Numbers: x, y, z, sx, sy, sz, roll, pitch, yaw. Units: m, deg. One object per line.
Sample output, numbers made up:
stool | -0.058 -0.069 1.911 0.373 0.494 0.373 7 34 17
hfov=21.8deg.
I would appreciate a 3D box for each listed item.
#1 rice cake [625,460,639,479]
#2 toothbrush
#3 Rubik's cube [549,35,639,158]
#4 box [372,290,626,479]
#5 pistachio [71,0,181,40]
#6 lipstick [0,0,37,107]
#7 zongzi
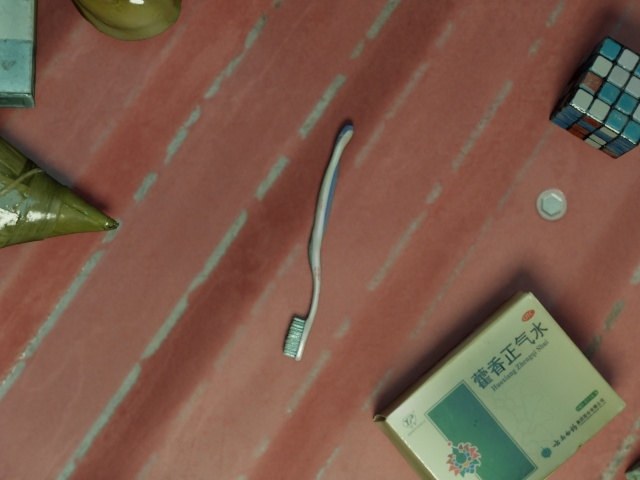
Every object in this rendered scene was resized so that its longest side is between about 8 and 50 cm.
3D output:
rice cake | 0.421 0.222 1.828 0.206 0.069 0.063 -39 91 -7
toothbrush | 0.000 0.000 1.825 0.027 0.021 0.269 15 81 -11
Rubik's cube | 0.323 -0.157 1.847 0.092 0.092 0.092 31 81 -2
box | 0.190 0.185 1.791 0.212 0.095 0.168 -40 87 -10
pistachio | -0.220 -0.314 1.790 0.165 0.130 0.210 -36 89 31
lipstick | -0.339 -0.304 1.797 0.068 0.066 0.317 1 83 -6
zongzi | -0.331 -0.008 1.761 0.176 0.078 0.160 38 85 -5
